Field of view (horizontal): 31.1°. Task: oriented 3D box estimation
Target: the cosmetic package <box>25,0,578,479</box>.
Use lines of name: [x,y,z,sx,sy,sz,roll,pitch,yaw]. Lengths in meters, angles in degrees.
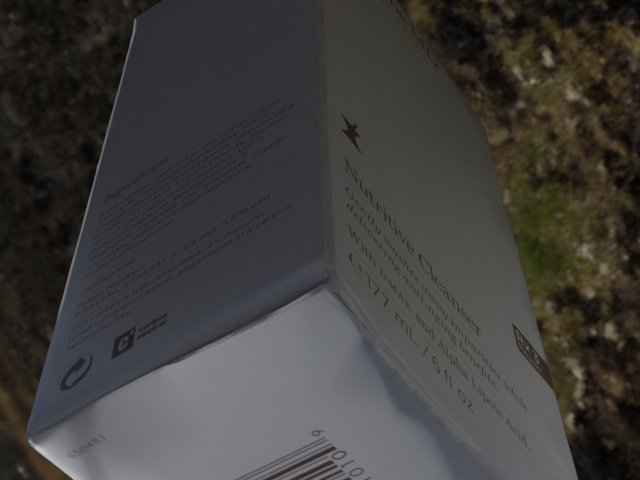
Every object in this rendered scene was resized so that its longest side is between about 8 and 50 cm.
cosmetic package: [0.000,0.000,0.619,0.217,0.156,0.385,48,-156,-31]
